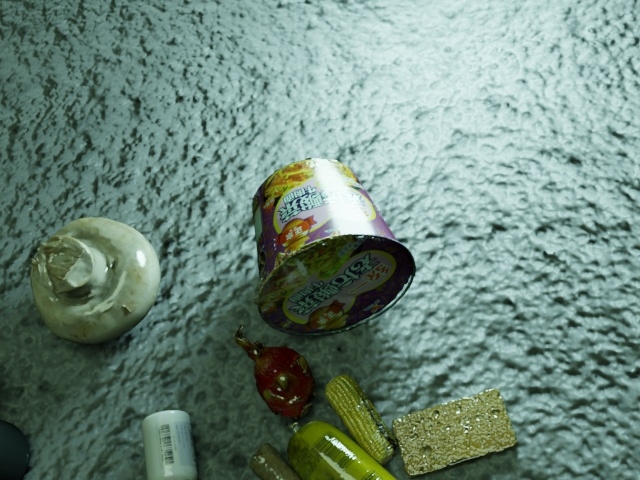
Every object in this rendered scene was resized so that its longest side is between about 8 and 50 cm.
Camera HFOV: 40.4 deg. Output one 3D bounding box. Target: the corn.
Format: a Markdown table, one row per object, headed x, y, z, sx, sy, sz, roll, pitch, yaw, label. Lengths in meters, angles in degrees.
| x | y | z | sx | sy | sz | roll | pitch | yaw | label |
| --- | --- | --- | --- | --- | --- | --- | --- | --- | --- |
| 0.082 | 0.361 | 1.761 | 0.072 | 0.072 | 0.203 | -33 | 63 | -5 | corn |

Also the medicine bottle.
| x | y | z | sx | sy | sz | roll | pitch | yaw | label |
| --- | --- | --- | --- | --- | --- | --- | --- | --- | --- |
| -0.306 | 0.451 | 1.778 | 0.103 | 0.102 | 0.186 | -16 | 61 | 4 | medicine bottle |

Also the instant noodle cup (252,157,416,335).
| x | y | z | sx | sy | sz | roll | pitch | yaw | label |
| --- | --- | --- | --- | --- | --- | --- | --- | --- | --- |
| 0.000 | 0.000 | 1.830 | 0.340 | 0.340 | 0.266 | -20 | 53 | 2 | instant noodle cup |

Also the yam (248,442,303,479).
| x | y | z | sx | sy | sz | roll | pitch | yaw | label |
| --- | --- | --- | --- | --- | --- | --- | --- | --- | --- |
| -0.024 | 0.518 | 1.706 | 0.300 | 0.066 | 0.066 | 38 | 77 | 26 | yam |

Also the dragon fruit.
| x | y | z | sx | sy | sz | roll | pitch | yaw | label |
| --- | --- | --- | --- | --- | --- | --- | --- | --- | --- |
| -0.103 | 0.267 | 1.820 | 0.125 | 0.125 | 0.246 | -45 | 57 | -8 | dragon fruit |

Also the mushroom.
| x | y | z | sx | sy | sz | roll | pitch | yaw | label |
| --- | --- | --- | --- | --- | --- | --- | --- | --- | --- |
| -0.509 | 0.069 | 1.908 | 0.298 | 0.290 | 0.297 | -4 | 64 | 9 | mushroom |

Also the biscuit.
| x | y | z | sx | sy | sz | roll | pitch | yaw | label |
| --- | --- | --- | --- | --- | --- | --- | --- | --- | --- |
| 0.265 | 0.384 | 1.732 | 0.231 | 0.025 | 0.131 | -17 | 60 | 4 | biscuit |

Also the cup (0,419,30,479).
| x | y | z | sx | sy | sz | roll | pitch | yaw | label |
| --- | --- | --- | --- | --- | --- | --- | --- | --- | --- |
| -0.731 | 0.473 | 1.820 | 0.169 | 0.176 | 0.223 | 25 | 71 | 19 | cup |

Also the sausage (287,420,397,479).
| x | y | z | sx | sy | sz | roll | pitch | yaw | label |
| --- | --- | --- | --- | --- | --- | --- | --- | --- | --- |
| 0.064 | 0.470 | 1.677 | 0.347 | 0.123 | 0.123 | 38 | 77 | 26 | sausage |
